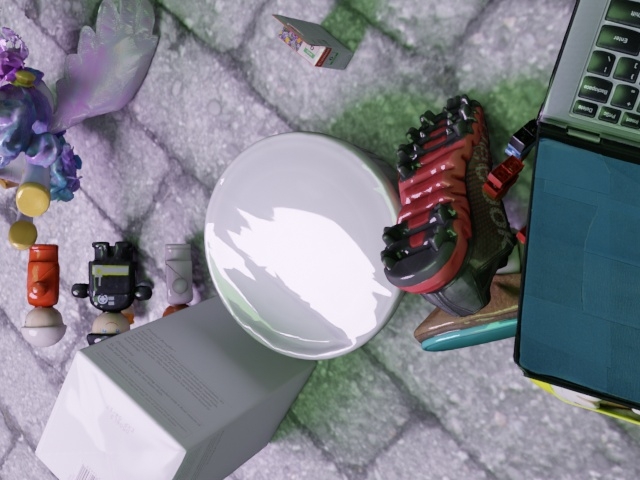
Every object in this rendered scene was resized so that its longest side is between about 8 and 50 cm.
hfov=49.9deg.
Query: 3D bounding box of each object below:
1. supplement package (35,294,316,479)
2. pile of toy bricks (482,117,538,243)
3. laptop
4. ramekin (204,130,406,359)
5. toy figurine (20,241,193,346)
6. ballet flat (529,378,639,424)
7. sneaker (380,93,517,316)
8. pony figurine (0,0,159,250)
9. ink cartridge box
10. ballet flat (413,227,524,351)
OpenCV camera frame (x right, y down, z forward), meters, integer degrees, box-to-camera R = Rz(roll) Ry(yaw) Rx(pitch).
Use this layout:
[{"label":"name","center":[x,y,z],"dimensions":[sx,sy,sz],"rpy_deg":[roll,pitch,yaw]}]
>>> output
[{"label":"supplement package","center":[-0.172,0.212,0.886],"dimensions":[0.177,0.293,0.175],"rpy_deg":[37,114,18]},{"label":"pile of toy bricks","center":[0.248,-0.062,0.680],"dimensions":[0.118,0.212,0.105],"rpy_deg":[47,162,18]},{"label":"laptop","center":[0.376,-0.078,0.498],"dimensions":[0.381,0.236,0.408],"rpy_deg":[16,108,4]},{"label":"ramekin","center":[0.000,0.000,0.846],"dimensions":[0.272,0.127,0.273],"rpy_deg":[6,102,27]},{"label":"toy figurine","center":[-0.293,0.078,0.975],"dimensions":[0.212,0.209,0.148],"rpy_deg":[-2,87,29]},{"label":"ballet flat","center":[0.319,0.157,0.729],"dimensions":[0.230,0.077,0.077],"rpy_deg":[15,108,26]},{"label":"sneaker","center":[0.143,-0.036,0.722],"dimensions":[0.097,0.276,0.135],"rpy_deg":[-23,127,38]},{"label":"pony figurine","center":[-0.403,-0.177,0.925],"dimensions":[0.364,0.302,0.351],"rpy_deg":[-104,35,-51]},{"label":"ink cartridge box","center":[-0.013,-0.233,0.814],"dimensions":[0.063,0.115,0.029],"rpy_deg":[43,116,15]},{"label":"ballet flat","center":[0.258,0.037,0.732],"dimensions":[0.342,0.116,0.124],"rpy_deg":[-14,73,30]}]
